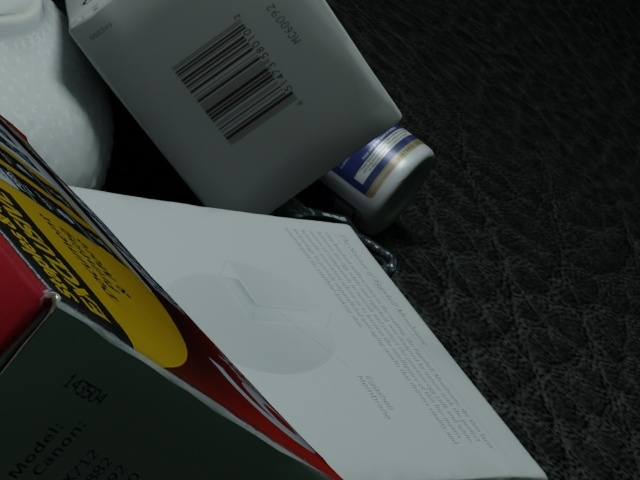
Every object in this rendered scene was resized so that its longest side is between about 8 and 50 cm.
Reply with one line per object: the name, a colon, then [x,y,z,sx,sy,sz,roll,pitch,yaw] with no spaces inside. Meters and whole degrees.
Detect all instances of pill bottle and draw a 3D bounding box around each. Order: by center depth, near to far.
pill bottle: [0.008,-0.089,1.204,0.169,0.094,0.094,38,25,13]

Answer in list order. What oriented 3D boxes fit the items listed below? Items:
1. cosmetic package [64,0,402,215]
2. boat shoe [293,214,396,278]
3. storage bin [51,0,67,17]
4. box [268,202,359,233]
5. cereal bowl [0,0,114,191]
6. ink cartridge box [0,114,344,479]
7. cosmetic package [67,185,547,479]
cosmetic package: [-0.090,-0.178,1.049,0.197,0.155,0.365,52,6,-28]
boat shoe: [-0.038,0.010,0.980,0.183,0.083,0.065,21,27,-21]
storage bin: [-0.271,-0.218,1.140,0.135,0.098,0.091,6,45,-43]
box: [0.000,0.000,1.121,0.083,0.018,0.067,12,32,-36]
cereal bowl: [-0.283,-0.130,0.897,0.339,0.141,0.339,25,25,-13]
ink cartridge box: [-0.172,0.011,0.536,0.309,0.130,0.272,42,-1,38]
cosmetic package: [-0.041,0.098,0.751,0.224,0.138,0.224,7,34,-41]
